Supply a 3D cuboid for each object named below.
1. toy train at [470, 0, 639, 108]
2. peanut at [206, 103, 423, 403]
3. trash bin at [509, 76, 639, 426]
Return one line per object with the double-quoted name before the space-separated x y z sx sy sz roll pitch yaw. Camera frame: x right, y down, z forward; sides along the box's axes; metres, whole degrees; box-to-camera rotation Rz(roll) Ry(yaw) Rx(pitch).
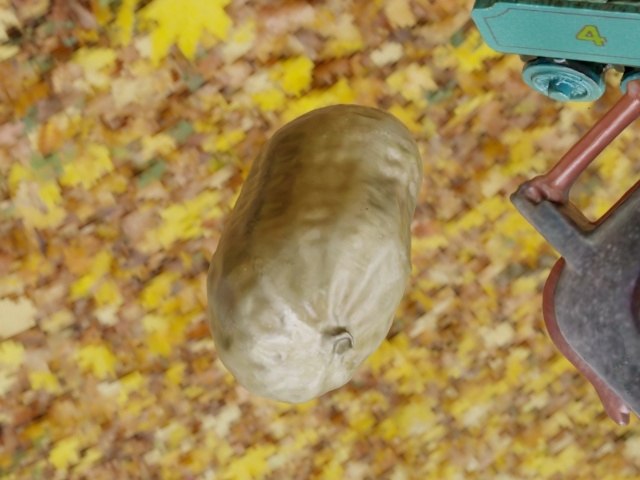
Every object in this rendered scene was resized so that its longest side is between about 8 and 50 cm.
"toy train" 0.207 -0.164 1.113 0.154 0.198 0.107 46 57 -59
"peanut" 0.000 0.000 1.044 0.129 0.224 0.129 10 149 6
"trash bin" 0.187 0.019 0.562 0.161 0.184 0.239 -47 163 10
